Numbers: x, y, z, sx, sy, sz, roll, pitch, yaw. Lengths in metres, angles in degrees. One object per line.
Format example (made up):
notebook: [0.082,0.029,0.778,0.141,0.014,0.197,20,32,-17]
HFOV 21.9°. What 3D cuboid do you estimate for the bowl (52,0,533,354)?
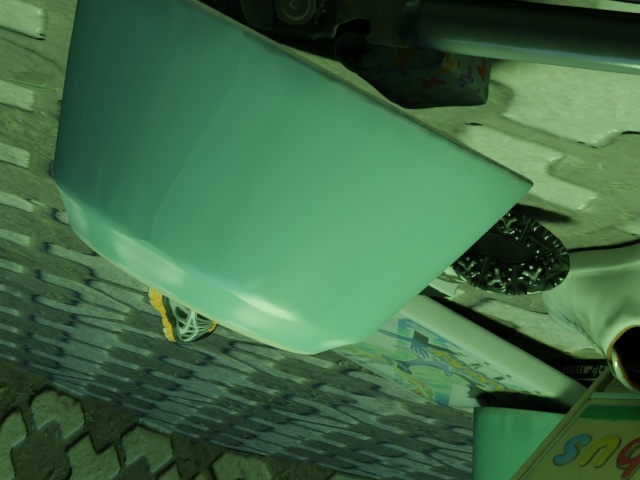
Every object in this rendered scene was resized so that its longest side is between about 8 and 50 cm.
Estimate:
bowl: [-0.041,-0.040,1.033,0.312,0.163,0.311,28,-176,-2]

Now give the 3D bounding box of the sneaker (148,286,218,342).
sneaker: [-0.152,0.081,2.066,0.083,0.084,0.215,8,165,11]

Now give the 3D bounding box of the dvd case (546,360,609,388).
dvd case: [0.410,0.191,1.963,0.239,0.029,0.179,22,165,-26]

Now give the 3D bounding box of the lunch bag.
lunch bag: [0.058,-0.117,1.058,0.083,0.053,0.071,-4,161,31]

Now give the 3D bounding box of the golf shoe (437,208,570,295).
golf shoe: [0.138,0.005,1.455,0.198,0.077,0.094,13,-179,33]

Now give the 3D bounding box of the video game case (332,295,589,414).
video game case: [0.115,0.128,1.973,0.329,0.036,0.300,29,163,-29]

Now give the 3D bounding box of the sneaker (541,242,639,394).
sneaker: [0.262,0.075,1.462,0.106,0.123,0.290,16,168,-10]

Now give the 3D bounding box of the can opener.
can opener: [0.083,-0.144,0.928,0.284,0.076,0.095,10,-163,23]

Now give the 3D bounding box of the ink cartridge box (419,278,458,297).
ink cartridge box: [0.000,0.000,1.628,0.206,0.045,0.208,3,161,44]

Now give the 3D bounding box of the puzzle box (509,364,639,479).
puzzle box: [0.350,0.146,1.347,0.052,0.272,0.409,52,154,-16]

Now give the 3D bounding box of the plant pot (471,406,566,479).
plant pot: [0.314,0.335,1.987,0.293,0.235,0.293,8,172,1]
